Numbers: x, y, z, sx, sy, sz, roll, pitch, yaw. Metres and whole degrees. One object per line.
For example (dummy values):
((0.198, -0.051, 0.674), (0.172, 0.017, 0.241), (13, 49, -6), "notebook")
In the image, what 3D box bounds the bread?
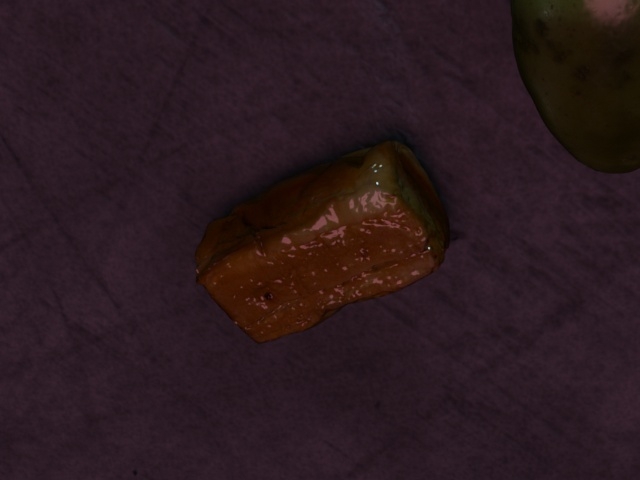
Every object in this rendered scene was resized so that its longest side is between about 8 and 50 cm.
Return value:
((0.000, 0.000, 1.438), (0.294, 0.132, 0.167), (-26, 111, 23), "bread")

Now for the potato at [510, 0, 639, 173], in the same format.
((0.291, -0.208, 1.204), (0.216, 0.215, 0.304), (3, 145, 10), "potato")
